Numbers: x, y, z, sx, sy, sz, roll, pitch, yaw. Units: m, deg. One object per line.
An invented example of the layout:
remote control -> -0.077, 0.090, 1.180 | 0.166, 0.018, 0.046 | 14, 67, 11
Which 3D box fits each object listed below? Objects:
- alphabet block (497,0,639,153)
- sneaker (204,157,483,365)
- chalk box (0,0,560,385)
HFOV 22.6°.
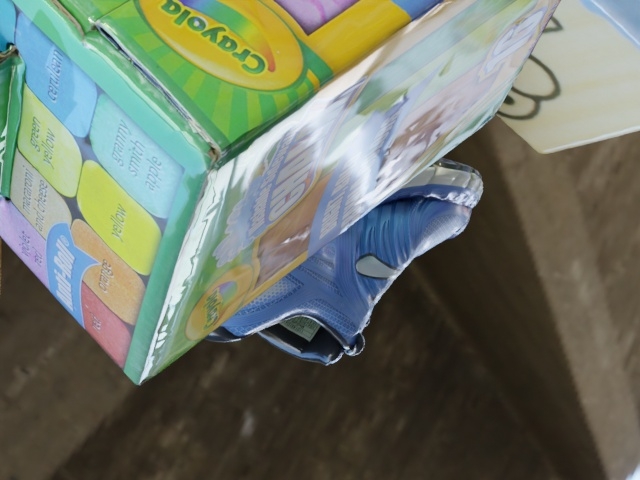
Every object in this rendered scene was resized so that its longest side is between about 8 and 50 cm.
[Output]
alphabet block -> 0.181, -0.194, 1.057 | 0.192, 0.197, 0.193 | 41, -111, -18
sneaker -> 0.000, 0.000, 1.108 | 0.330, 0.130, 0.147 | -10, -63, -56
chalk box -> -0.057, -0.082, 0.619 | 0.289, 0.179, 0.180 | -39, -13, -28
